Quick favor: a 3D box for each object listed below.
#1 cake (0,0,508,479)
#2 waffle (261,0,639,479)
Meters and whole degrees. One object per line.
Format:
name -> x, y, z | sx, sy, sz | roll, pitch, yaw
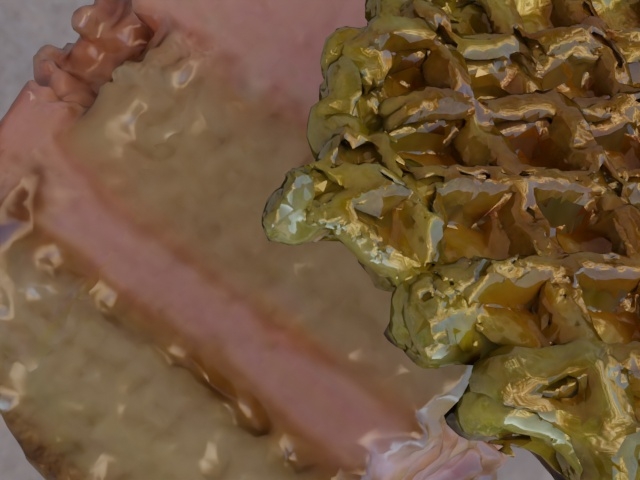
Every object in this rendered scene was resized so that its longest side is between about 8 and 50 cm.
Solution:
cake -> 0.000, 0.000, 0.886 | 0.307, 0.293, 0.314 | -50, 167, 3
waffle -> 0.109, -0.007, 0.577 | 0.254, 0.245, 0.052 | -57, 176, -48
